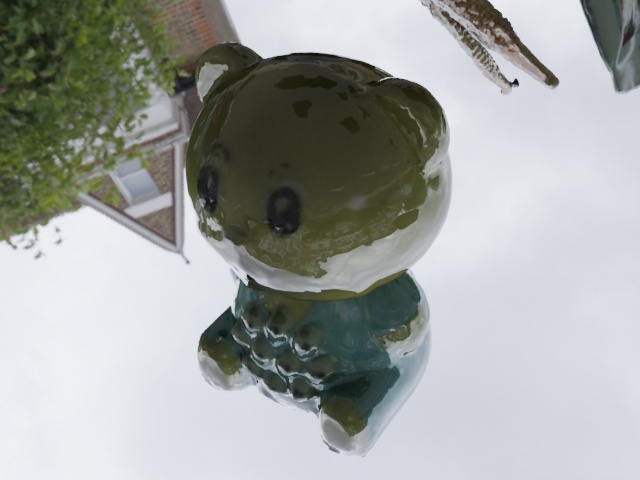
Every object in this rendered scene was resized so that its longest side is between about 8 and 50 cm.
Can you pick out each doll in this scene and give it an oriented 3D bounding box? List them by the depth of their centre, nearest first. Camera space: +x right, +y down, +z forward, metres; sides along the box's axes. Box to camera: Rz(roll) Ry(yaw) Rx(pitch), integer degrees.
[{"bbox_3d":[0.000,0.000,0.459,0.177,0.260,0.161,21,-135,30],"label":"doll"}]

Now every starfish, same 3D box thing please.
[{"bbox_3d":[0.154,-0.344,0.804,0.132,0.384,0.398,-38,-174,-4],"label":"starfish"}]

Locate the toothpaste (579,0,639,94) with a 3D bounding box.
[{"bbox_3d":[0.117,-0.195,0.317,0.067,0.255,0.037,-33,-166,-23],"label":"toothpaste"}]
